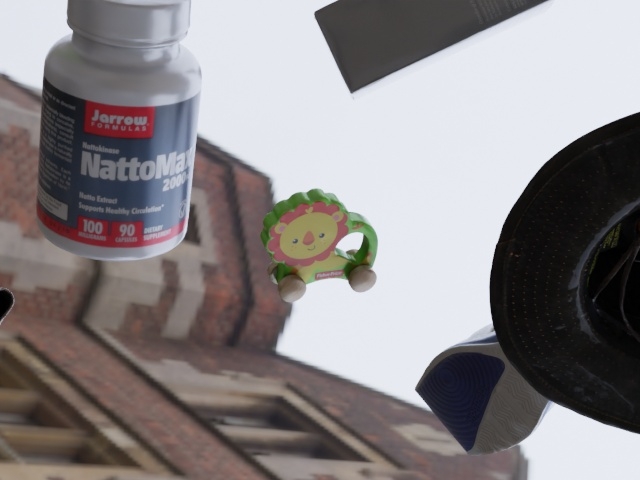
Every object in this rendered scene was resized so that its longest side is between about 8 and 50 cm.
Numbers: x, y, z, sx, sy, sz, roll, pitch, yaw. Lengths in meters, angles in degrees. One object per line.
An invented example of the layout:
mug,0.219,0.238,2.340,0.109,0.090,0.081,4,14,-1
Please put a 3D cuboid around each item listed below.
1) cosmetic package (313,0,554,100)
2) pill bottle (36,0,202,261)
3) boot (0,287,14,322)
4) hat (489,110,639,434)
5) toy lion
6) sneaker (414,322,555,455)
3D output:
cosmetic package,0.118,-0.241,1.487,0.238,0.127,0.107,-27,-89,5
pill bottle,-0.137,-0.087,0.960,0.108,0.108,0.180,33,-54,40
boot,-0.279,0.061,1.150,0.087,0.042,0.118,-34,-158,36
hat,0.294,0.008,1.047,0.331,0.331,0.134,-39,-160,28
toy lion,0.000,0.000,1.122,0.034,0.100,0.096,-121,-148,-47
sneaker,0.257,0.094,1.463,0.127,0.182,0.315,53,-51,15
